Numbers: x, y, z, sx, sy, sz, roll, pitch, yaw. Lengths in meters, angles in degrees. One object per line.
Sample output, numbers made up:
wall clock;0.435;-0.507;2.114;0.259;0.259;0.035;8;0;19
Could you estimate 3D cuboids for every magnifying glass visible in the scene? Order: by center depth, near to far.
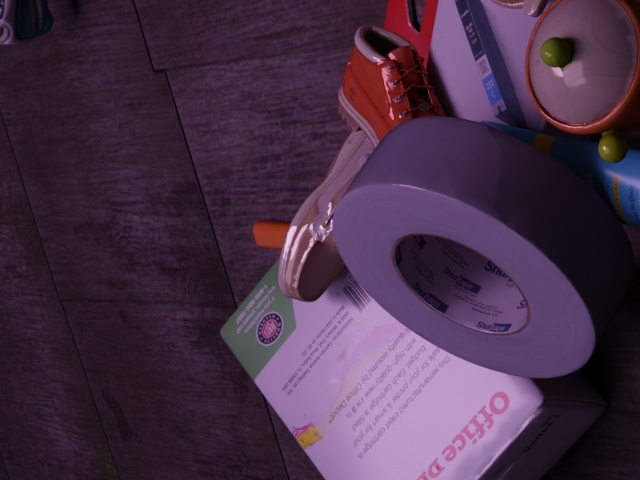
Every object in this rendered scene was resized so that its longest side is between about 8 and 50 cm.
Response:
magnifying glass;0.000;0.000;1.882;0.231;0.026;0.092;8;115;60

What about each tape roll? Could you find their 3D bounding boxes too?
tape roll;0.120;0.007;1.443;0.219;0.072;0.219;25;152;15

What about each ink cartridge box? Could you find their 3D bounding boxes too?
ink cartridge box;0.113;-0.147;1.539;0.261;0.066;0.296;47;145;34
ink cartridge box;0.074;0.109;1.637;0.201;0.117;0.278;-50;58;20

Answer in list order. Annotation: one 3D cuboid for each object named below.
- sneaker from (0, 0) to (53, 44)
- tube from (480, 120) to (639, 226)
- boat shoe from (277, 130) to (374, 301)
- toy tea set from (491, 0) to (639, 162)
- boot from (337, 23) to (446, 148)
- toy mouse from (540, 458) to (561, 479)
sneaker;-0.345;-0.357;2.165;0.107;0.110;0.275;7;98;41
tube;0.208;-0.042;1.401;0.207;0.052;0.080;12;126;41
boat shoe;0.024;-0.019;1.579;0.059;0.063;0.170;35;101;40
toy tea set;0.159;-0.213;1.284;0.336;0.124;0.200;49;119;34
boot;0.069;-0.105;1.516;0.158;0.059;0.084;45;139;37
toy mouse;0.177;0.198;1.696;0.143;0.031;0.161;46;145;36
